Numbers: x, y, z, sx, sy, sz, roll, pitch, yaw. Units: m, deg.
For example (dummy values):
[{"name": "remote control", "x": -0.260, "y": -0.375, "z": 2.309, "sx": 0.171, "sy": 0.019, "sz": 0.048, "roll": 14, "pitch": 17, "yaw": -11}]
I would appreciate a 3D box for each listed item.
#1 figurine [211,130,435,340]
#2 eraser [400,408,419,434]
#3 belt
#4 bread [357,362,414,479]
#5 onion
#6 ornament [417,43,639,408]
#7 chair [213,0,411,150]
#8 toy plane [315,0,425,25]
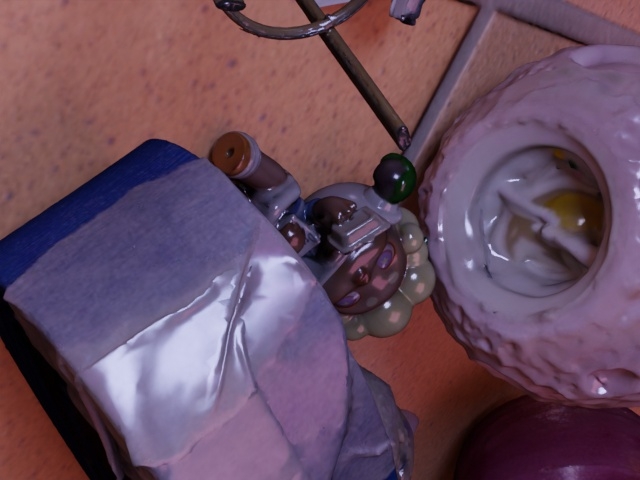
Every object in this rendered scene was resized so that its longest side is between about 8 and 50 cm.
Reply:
[{"name": "figurine", "x": 0.001, "y": 0.001, "z": 0.717, "sx": 0.147, "sy": 0.093, "sz": 0.197, "roll": -50, "pitch": 147, "yaw": 8}, {"name": "eraser", "x": -0.011, "y": 0.256, "z": 0.957, "sx": 0.243, "sy": 0.059, "sz": 0.204, "roll": -25, "pitch": 144, "yaw": -63}, {"name": "belt", "x": -0.067, "y": 0.103, "z": 0.623, "sx": 0.117, "sy": 0.212, "sz": 0.347, "roll": -37, "pitch": 150, "yaw": -20}, {"name": "bread", "x": -0.052, "y": 0.237, "z": 0.811, "sx": 0.337, "sy": 0.183, "sz": 0.102, "roll": -38, "pitch": 149, "yaw": -17}, {"name": "onion", "x": 0.216, "y": 0.319, "z": 1.131, "sx": 0.345, "sy": 0.358, "sz": 0.358, "roll": 22, "pitch": 109, "yaw": -14}, {"name": "ornament", "x": 0.202, "y": -0.009, "z": 0.807, "sx": 0.225, "sy": 0.259, "sz": 0.259, "roll": 4, "pitch": 119, "yaw": -49}, {"name": "chair", "x": -0.026, "y": -0.138, "z": 0.465, "sx": 0.095, "sy": 0.221, "sz": 0.104, "roll": 3, "pitch": 125, "yaw": -26}, {"name": "toy plane", "x": 0.083, "y": -0.211, "z": 0.622, "sx": 0.234, "sy": 0.082, "sz": 0.160, "roll": -59, "pitch": 174, "yaw": 14}]
